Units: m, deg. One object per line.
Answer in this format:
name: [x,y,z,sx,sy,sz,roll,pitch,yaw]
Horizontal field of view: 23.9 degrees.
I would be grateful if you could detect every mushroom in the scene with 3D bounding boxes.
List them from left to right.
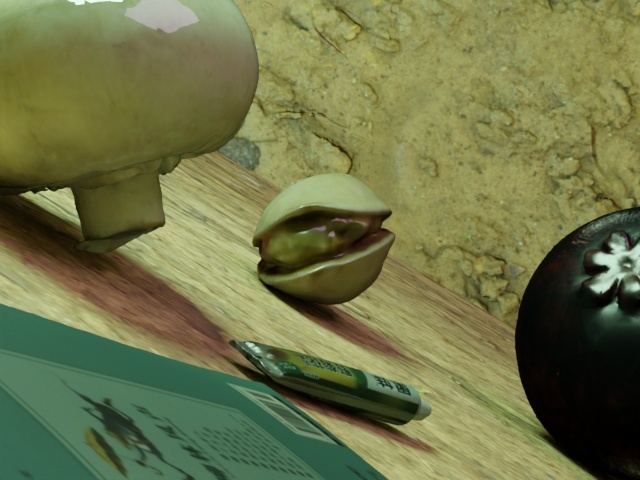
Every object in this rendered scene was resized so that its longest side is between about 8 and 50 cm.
mushroom: [-0.161,-0.092,1.088,0.246,0.202,0.246,-7,6,1]

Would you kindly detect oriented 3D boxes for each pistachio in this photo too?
pistachio: [0.000,0.000,1.529,0.144,0.144,0.215,32,11,13]

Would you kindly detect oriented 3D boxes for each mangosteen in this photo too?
mangosteen: [0.364,0.132,1.617,0.307,0.307,0.347,35,-21,45]

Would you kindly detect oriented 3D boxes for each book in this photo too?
book: [-0.055,0.100,0.643,0.264,0.031,0.379,34,5,37]

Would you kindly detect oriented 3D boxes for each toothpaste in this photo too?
toothpaste: [0.015,0.104,1.078,0.204,0.031,0.049,23,9,-47]
